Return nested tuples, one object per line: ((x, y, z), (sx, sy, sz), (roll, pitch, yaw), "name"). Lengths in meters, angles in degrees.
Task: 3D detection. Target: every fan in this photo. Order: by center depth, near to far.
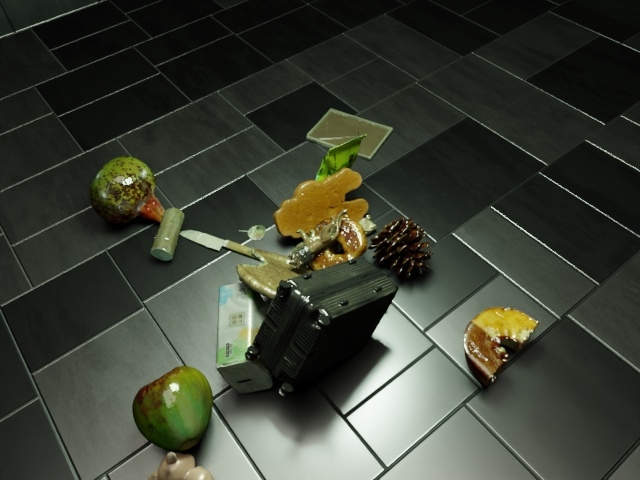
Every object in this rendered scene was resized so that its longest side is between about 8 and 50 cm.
((-0.204, -0.030, 1.668), (0.080, 0.003, 0.060), (30, 58, 25), "fan")

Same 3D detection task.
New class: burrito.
((0.093, -0.018, 1.617), (0.171, 0.042, 0.051), (-29, 63, -22), "burrito")

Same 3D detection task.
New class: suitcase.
((0.016, 0.186, 1.255), (0.152, 0.229, 0.335), (41, 31, 25), "suitcase")

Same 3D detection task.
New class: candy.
((0.048, -0.230, 1.674), (0.149, 0.246, 0.069), (-34, 75, -30), "candy")

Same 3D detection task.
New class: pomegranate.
((-0.581, -0.133, 1.677), (0.248, 0.214, 0.214), (39, 54, -14), "pomegranate")

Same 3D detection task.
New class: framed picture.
((0.104, -0.383, 1.926), (0.260, 0.023, 0.189), (22, 55, 20), "framed picture")

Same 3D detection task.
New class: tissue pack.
((-0.163, 0.234, 1.337), (0.145, 0.159, 0.229), (-14, 49, 8), "tissue pack")

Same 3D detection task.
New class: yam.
((-0.461, -0.018, 1.632), (0.068, 0.068, 0.169), (1, 50, 4), "yam")

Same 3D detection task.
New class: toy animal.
((-0.290, 0.511, 1.173), (0.150, 0.089, 0.083), (23, 72, 4), "toy animal")
((-0.009, -0.014, 1.506), (0.220, 0.069, 0.086), (-44, 73, 2), "toy animal")

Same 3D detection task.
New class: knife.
((-0.303, 0.012, 1.630), (0.298, 0.017, 0.047), (18, 61, 17), "knife")

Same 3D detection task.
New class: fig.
((-0.327, 0.381, 1.225), (0.181, 0.181, 0.191), (-22, 51, -14), "fig")

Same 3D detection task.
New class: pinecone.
((0.234, 0.025, 1.505), (0.163, 0.163, 0.165), (-38, 75, -25), "pinecone")

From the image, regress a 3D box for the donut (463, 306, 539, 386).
((0.432, 0.256, 1.344), (0.217, 0.085, 0.141), (-34, 56, -24), "donut")

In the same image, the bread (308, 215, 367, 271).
((0.043, 0.017, 1.541), (0.193, 0.064, 0.193), (-9, 69, 23), "bread")

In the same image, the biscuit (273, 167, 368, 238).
((0.000, -0.100, 1.615), (0.295, 0.185, 0.044), (-19, 13, -17), "biscuit")

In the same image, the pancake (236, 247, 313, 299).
((-0.108, 0.091, 1.431), (0.288, 0.033, 0.286), (7, 24, -48), "pancake")
